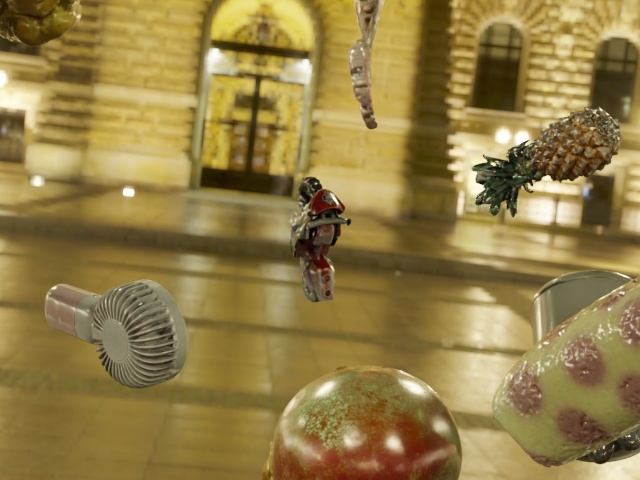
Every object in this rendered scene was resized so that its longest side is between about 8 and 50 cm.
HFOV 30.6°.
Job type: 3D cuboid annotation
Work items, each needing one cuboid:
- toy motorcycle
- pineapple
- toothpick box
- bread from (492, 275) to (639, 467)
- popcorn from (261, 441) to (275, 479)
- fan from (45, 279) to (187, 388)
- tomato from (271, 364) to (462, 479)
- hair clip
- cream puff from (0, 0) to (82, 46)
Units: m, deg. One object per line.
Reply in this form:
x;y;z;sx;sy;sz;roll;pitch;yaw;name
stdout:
0.001;0.000;1.949;0.082;0.213;0.122;-5;5;-21;toy motorcycle
0.293;-0.102;1.499;0.083;0.103;0.221;34;-40;-28;pineapple
0.464;0.223;1.932;0.229;0.316;0.229;4;-39;3;toothpick box
0.372;0.136;1.399;0.187;0.155;0.338;-31;-9;-44;bread
0.020;0.382;2.036;0.250;0.190;0.250;-30;-14;-8;popcorn
-0.263;0.104;1.470;0.244;0.130;0.074;15;21;41;fan
0.061;0.286;1.669;0.270;0.222;0.270;-12;-18;-4;tomato
0.094;-0.384;2.407;0.069;0.300;0.173;4;-9;11;hair clip
-0.495;-0.384;1.605;0.291;0.257;0.324;9;-40;53;cream puff
